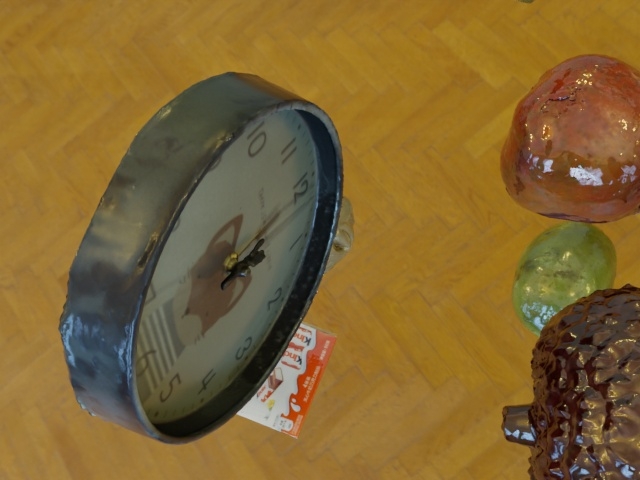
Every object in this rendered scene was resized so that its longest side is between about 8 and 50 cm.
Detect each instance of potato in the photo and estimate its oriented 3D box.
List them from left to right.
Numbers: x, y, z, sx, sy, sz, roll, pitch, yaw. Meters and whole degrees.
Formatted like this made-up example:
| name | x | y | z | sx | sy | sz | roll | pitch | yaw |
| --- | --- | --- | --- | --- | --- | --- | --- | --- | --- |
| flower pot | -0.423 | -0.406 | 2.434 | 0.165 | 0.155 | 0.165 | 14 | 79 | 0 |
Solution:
| name | x | y | z | sx | sy | sz | roll | pitch | yaw |
| --- | --- | --- | --- | --- | --- | --- | --- | --- | --- |
| potato | 0.550 | 0.087 | 1.649 | 0.216 | 0.216 | 0.304 | 24 | 66 | 25 |

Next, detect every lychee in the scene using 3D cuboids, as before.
| name | x | y | z | sx | sy | sz | roll | pitch | yaw |
| --- | --- | --- | --- | --- | --- | --- | --- | --- | --- |
| lychee | 0.279 | 0.165 | 0.596 | 0.261 | 0.260 | 0.260 | -7 | 68 | 17 |

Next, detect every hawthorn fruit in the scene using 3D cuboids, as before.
| name | x | y | z | sx | sy | sz | roll | pitch | yaw |
| --- | --- | --- | --- | --- | --- | --- | --- | --- | --- |
| hawthorn fruit | 0.451 | -0.141 | 1.156 | 0.307 | 0.276 | 0.276 | 24 | 79 | 13 |

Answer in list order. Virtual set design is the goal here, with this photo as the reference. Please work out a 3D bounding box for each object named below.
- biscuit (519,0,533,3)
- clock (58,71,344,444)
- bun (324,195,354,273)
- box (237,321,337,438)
| name | x | y | z | sx | sy | sz | roll | pitch | yaw |
| --- | --- | --- | --- | --- | --- | --- | --- | --- | --- |
| biscuit | 0.270 | -0.458 | 1.100 | 0.035 | 0.158 | 0.240 | -36 | 36 | 51 |
| clock | -0.083 | 0.021 | 0.636 | 0.067 | 0.325 | 0.325 | 23 | 79 | 21 |
| bun | 0.000 | 0.000 | 1.284 | 0.102 | 0.183 | 0.183 | 30 | 82 | 32 |
| box | -0.128 | 0.311 | 1.803 | 0.265 | 0.048 | 0.273 | 21 | 93 | 0 |
